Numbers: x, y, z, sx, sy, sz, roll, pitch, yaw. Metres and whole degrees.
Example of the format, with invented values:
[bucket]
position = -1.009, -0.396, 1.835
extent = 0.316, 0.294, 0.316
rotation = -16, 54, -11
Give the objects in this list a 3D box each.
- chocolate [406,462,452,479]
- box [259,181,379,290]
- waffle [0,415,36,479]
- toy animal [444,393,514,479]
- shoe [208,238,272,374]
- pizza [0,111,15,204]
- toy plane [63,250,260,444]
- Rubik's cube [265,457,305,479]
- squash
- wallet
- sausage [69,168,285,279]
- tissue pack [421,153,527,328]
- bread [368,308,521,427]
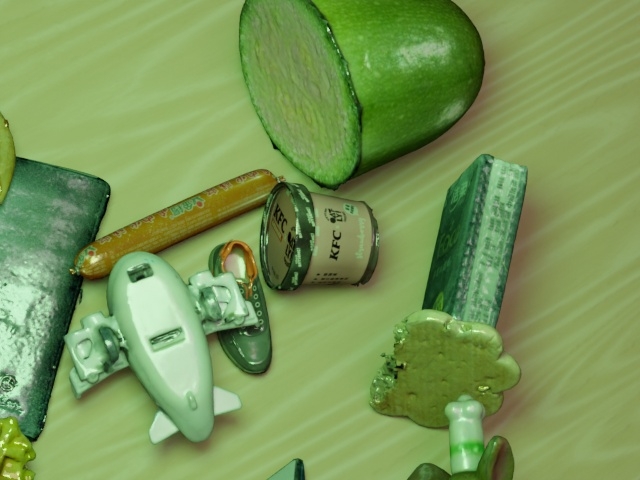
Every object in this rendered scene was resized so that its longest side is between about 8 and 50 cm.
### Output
[chocolate]
position = 0.125, 0.427, 1.812
extent = 0.254, 0.080, 0.157
rotation = -42, 87, -21
[box]
position = 0.000, 0.000, 1.877
extent = 0.135, 0.151, 0.151
rotation = 7, 72, -22
[waffle]
position = -0.526, 0.291, 1.677
extent = 0.307, 0.060, 0.312
rotation = -38, 99, -13
[toy animal]
position = 0.211, 0.389, 1.714
extent = 0.180, 0.181, 0.362
rotation = 26, 75, -20
[shoe]
position = -0.108, 0.088, 1.855
extent = 0.074, 0.077, 0.194
rotation = -10, 76, -17
[pizza]
position = -0.487, -0.149, 1.818
extent = 0.127, 0.058, 0.246
rotation = -21, 68, -9
[toy plane]
position = -0.204, 0.141, 1.774
extent = 0.267, 0.122, 0.266
rotation = 2, 83, -13
[Rubik's cube]
position = -0.080, 0.437, 1.730
extent = 0.233, 0.229, 0.228
rotation = 9, 113, -48
[squash]
position = 0.089, -0.266, 1.898
extent = 0.309, 0.310, 0.310
rotation = -25, 81, -24
[wallet]
position = -0.417, 0.068, 1.801
extent = 0.191, 0.046, 0.378
rotation = 16, 70, -11
[sausage]
position = -0.193, -0.026, 1.861
extent = 0.348, 0.053, 0.053
rotation = -26, 82, -28
[tissue pack]
position = 0.212, 0.028, 1.893
extent = 0.081, 0.185, 0.257
rotation = 17, 71, -8
[bread]
position = 0.171, 0.178, 1.815
extent = 0.182, 0.250, 0.039
rotation = 13, 51, -6
